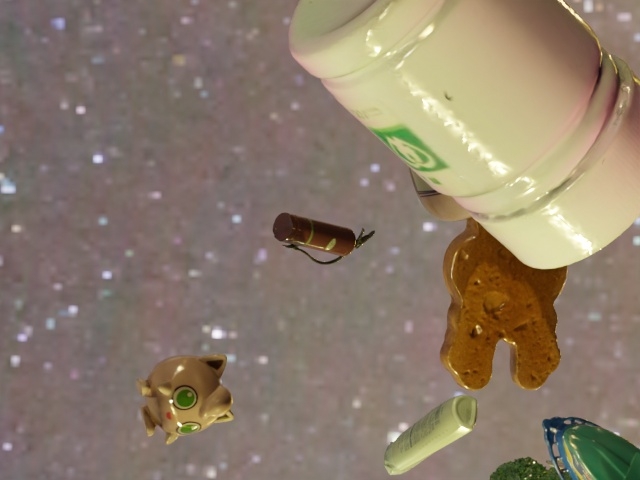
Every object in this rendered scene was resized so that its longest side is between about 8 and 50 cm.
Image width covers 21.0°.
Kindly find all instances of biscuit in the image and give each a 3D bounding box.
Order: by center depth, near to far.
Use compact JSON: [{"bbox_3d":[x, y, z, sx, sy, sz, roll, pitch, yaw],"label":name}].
[{"bbox_3d":[0.249,0.058,2.330,0.186,0.044,0.295,3,-81,-23],"label":"biscuit"}]

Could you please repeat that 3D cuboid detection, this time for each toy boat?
[{"bbox_3d":[0.276,0.237,1.796,0.175,0.110,0.091,42,-117,-27],"label":"toy boat"}]

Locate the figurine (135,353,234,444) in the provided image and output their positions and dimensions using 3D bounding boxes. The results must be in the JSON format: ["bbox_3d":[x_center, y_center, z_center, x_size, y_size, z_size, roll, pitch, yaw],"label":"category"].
[{"bbox_3d":[-0.195,0.226,2.509,0.125,0.138,0.125,172,90,-80],"label":"figurine"}]

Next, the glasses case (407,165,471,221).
[{"bbox_3d":[0.136,-0.178,2.034,0.075,0.122,0.314,-12,-87,-31],"label":"glasses case"}]

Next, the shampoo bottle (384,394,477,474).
[{"bbox_3d":[0.167,0.298,2.644,0.049,0.212,0.072,22,-124,-19],"label":"shampoo bottle"}]

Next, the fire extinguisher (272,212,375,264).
[{"bbox_3d":[0.000,0.000,2.512,0.157,0.078,0.045,13,-145,-40],"label":"fire extinguisher"}]

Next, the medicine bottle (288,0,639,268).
[{"bbox_3d":[0.151,-0.148,1.593,0.325,0.212,0.212,39,-128,-24],"label":"medicine bottle"}]

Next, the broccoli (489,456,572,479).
[{"bbox_3d":[0.304,0.394,2.208,0.254,0.269,0.269,62,-160,19],"label":"broccoli"}]
